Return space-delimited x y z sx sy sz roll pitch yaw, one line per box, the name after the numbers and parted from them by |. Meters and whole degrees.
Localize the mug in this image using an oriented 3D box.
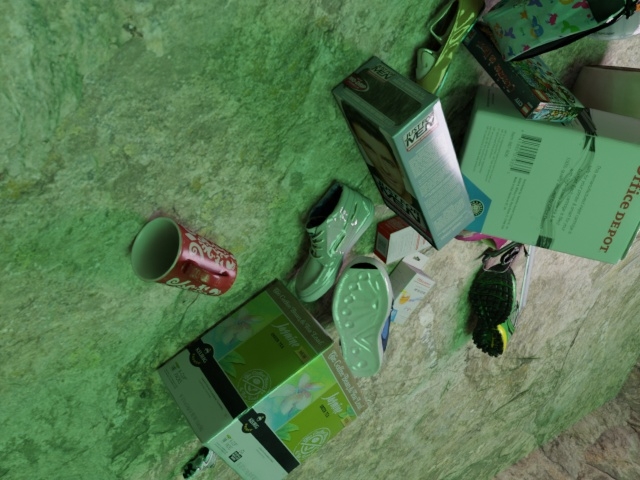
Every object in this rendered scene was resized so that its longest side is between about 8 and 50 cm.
-0.226 0.051 1.174 0.113 0.150 0.169 -39 148 14 | mug

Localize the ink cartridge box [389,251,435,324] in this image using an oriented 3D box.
0.218 0.119 1.698 0.104 0.061 0.181 23 106 -50 | ink cartridge box

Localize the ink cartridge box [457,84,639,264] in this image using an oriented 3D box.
0.497 -0.142 1.453 0.166 0.395 0.285 -68 170 -53 | ink cartridge box

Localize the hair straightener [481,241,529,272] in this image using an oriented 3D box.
0.548 0.016 1.883 0.230 0.089 0.047 -37 156 -12 | hair straightener

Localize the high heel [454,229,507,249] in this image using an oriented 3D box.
0.418 -0.003 1.758 0.244 0.082 0.117 -21 127 -47 | high heel

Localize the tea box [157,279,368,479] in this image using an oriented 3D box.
-0.110 0.324 1.455 0.323 0.220 0.329 -38 141 -10 | tea box

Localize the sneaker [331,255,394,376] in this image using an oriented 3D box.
0.104 0.125 1.532 0.130 0.236 0.323 3 122 8 | sneaker

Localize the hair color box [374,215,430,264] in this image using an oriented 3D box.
0.209 -0.018 1.576 0.167 0.053 0.093 -20 134 -27 | hair color box

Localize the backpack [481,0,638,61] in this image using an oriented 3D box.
0.415 -0.434 1.185 0.225 0.253 0.191 -42 101 -34 | backpack

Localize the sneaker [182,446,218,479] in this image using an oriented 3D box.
-0.287 0.554 1.645 0.098 0.038 0.069 -46 141 1 | sneaker

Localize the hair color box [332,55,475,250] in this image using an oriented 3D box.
0.173 -0.158 1.310 0.113 0.185 0.374 -40 141 -6 | hair color box

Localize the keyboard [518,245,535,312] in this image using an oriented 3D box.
0.614 0.084 1.981 0.072 0.014 0.256 -15 114 -57 | keyboard

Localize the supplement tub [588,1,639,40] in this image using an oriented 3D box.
0.570 -0.575 1.283 0.207 0.207 0.338 -41 141 -6 | supplement tub

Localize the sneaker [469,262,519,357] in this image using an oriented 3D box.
0.534 0.191 2.023 0.146 0.134 0.343 -46 146 -34 | sneaker

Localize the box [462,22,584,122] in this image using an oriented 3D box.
0.398 -0.331 1.322 0.159 0.233 0.044 -5 144 -40 | box

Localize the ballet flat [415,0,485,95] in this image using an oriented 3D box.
0.226 -0.371 1.277 0.073 0.080 0.232 22 107 -20 | ballet flat

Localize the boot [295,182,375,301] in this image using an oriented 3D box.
0.000 0.000 1.385 0.123 0.095 0.258 30 93 -45 | boot

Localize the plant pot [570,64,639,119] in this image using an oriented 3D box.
0.717 -0.278 1.639 0.323 0.323 0.280 -10 113 -37 | plant pot
